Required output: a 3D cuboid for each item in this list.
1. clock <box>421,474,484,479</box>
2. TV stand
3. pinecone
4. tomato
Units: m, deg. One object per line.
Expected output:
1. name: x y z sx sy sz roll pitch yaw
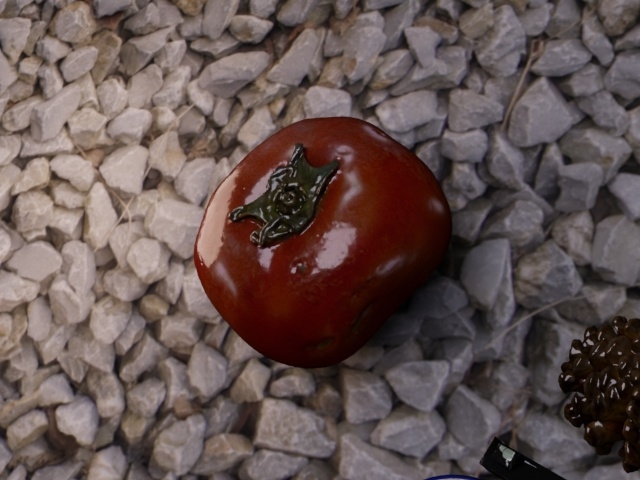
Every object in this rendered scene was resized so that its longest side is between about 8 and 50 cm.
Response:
1. clock: 0.165 0.401 1.418 0.231 0.083 0.230 -10 64 22
2. TV stand: 0.310 0.315 1.407 0.257 0.049 0.040 27 80 31
3. pinecone: 0.372 0.177 1.378 0.195 0.150 0.179 25 81 31
4. tomato: 0.000 0.000 1.538 0.293 0.290 0.325 37 85 29
